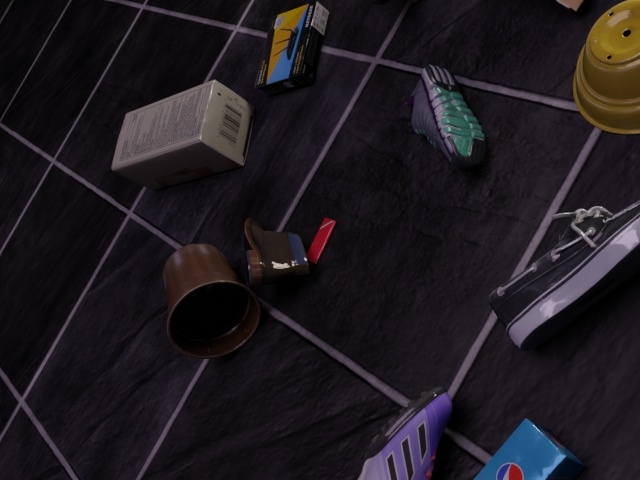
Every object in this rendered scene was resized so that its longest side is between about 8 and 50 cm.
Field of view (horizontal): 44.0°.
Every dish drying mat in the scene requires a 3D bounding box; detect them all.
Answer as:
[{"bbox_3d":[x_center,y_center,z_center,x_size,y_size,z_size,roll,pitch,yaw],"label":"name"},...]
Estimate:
[{"bbox_3d":[0.000,0.000,1.395,0.032,0.008,0.083,21,83,46],"label":"dish drying mat"}]

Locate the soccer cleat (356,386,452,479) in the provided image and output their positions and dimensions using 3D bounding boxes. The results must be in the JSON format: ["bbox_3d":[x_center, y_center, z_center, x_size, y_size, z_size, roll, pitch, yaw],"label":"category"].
[{"bbox_3d":[0.097,0.344,1.062,0.116,0.108,0.318,36,92,27],"label":"soccer cleat"}]

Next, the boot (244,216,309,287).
[{"bbox_3d":[-0.083,0.018,1.430,0.219,0.106,0.082,-105,12,-62],"label":"boot"}]

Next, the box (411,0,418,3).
[{"bbox_3d":[0.249,-0.546,1.453,0.225,0.036,0.137,-25,52,29],"label":"box"}]

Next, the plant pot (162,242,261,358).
[{"bbox_3d":[-0.210,0.099,1.434,0.167,0.167,0.165,-49,36,10],"label":"plant pot"}]

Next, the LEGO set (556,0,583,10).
[{"bbox_3d":[0.316,-0.476,1.249,0.287,0.132,0.107,48,113,39],"label":"LEGO set"}]

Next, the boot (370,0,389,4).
[{"bbox_3d":[0.175,-0.557,1.380,0.229,0.091,0.263,-11,55,63],"label":"boot"}]

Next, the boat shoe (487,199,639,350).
[{"bbox_3d":[0.343,0.009,1.000,0.306,0.113,0.105,-47,58,26],"label":"boat shoe"}]

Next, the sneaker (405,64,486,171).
[{"bbox_3d":[0.197,-0.178,1.283,0.098,0.083,0.224,-53,35,41],"label":"sneaker"}]

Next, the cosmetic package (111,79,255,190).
[{"bbox_3d":[-0.296,-0.218,1.702,0.296,0.129,0.153,-8,64,39],"label":"cosmetic package"}]

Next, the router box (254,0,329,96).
[{"bbox_3d":[-0.060,-0.395,1.642,0.133,0.046,0.179,-7,63,40],"label":"router box"}]

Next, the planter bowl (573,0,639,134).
[{"bbox_3d":[0.433,-0.262,1.084,0.217,0.090,0.217,-21,55,33],"label":"planter bowl"}]

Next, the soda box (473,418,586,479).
[{"bbox_3d":[0.221,0.324,0.967,0.210,0.067,0.071,-53,44,7],"label":"soda box"}]
